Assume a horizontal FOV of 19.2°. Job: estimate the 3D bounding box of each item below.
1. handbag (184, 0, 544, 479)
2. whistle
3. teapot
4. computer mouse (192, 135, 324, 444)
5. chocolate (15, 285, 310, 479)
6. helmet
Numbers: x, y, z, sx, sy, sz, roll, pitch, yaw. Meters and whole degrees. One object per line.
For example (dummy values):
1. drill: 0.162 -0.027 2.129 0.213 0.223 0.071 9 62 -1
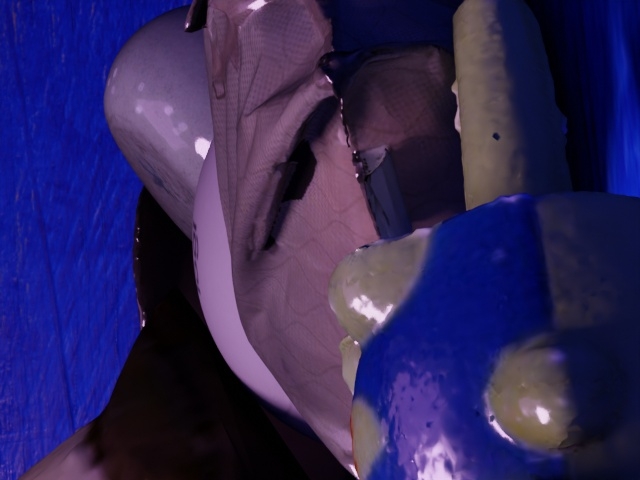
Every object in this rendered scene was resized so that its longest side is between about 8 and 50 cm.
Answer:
1. handbag: 0.014 -0.049 0.591 0.270 0.117 0.182 -97 -12 -58
2. whistle: 0.048 0.041 0.407 0.105 0.085 0.227 80 -177 -59
3. teapot: -0.043 -0.065 1.187 0.193 0.129 0.294 53 166 -20
4. computer mouse: 0.000 0.000 0.888 0.297 0.121 0.184 -113 17 -76
5. chocolate: -0.101 0.247 0.877 0.314 0.297 0.326 -125 12 -64
6. helmet: -0.049 0.098 1.346 0.305 0.177 0.225 97 177 -45
